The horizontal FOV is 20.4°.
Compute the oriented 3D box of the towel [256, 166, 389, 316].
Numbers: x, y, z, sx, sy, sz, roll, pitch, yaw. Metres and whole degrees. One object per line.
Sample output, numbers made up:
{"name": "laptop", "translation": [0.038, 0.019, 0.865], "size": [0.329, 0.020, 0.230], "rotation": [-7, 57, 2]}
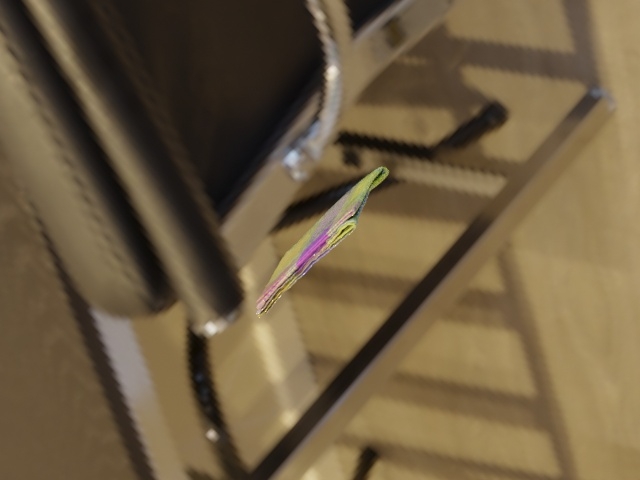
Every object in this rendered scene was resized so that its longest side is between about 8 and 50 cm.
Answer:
{"name": "towel", "translation": [0.000, 0.000, 0.882], "size": [0.009, 0.060, 0.083], "rotation": [42, 122, -7]}
